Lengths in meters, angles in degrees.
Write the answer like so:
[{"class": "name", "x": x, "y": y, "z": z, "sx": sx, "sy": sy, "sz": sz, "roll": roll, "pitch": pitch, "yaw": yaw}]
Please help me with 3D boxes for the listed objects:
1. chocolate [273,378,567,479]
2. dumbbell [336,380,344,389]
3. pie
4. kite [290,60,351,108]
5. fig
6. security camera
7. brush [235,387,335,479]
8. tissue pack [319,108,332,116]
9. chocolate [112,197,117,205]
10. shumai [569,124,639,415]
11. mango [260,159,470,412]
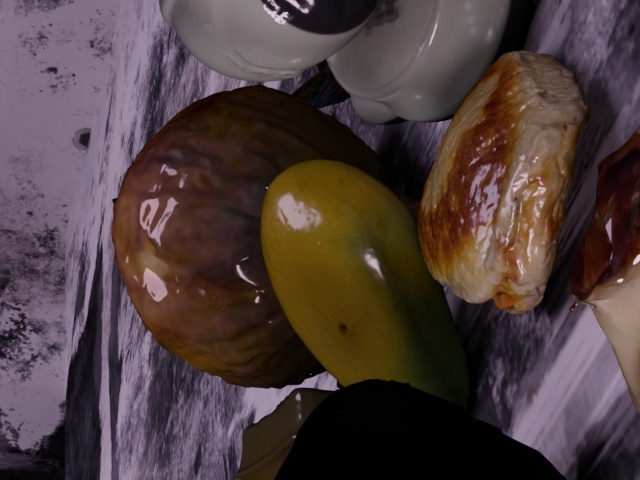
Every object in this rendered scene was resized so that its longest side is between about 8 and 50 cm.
[{"class": "chocolate", "x": 0.062, "y": 0.285, "z": 0.978, "sx": 0.210, "sy": 0.225, "sz": 0.340, "roll": 97, "pitch": 170, "yaw": -51}, {"class": "dumbbell", "x": 0.043, "y": 0.118, "z": 1.415, "sx": 0.083, "sy": 0.036, "sz": 0.040, "roll": 129, "pitch": 146, "yaw": -61}, {"class": "pie", "x": 0.131, "y": -0.045, "z": 1.101, "sx": 0.205, "sy": 0.084, "sz": 0.179, "roll": -108, "pitch": 29, "yaw": -62}, {"class": "kite", "x": 0.011, "y": -0.168, "z": 1.525, "sx": 0.010, "sy": 0.183, "sz": 0.160, "roll": 53, "pitch": -173, "yaw": 23}, {"class": "fig", "x": 0.000, "y": 0.000, "z": 1.370, "sx": 0.369, "sy": 0.286, "sz": 0.286, "roll": 3, "pitch": 85, "yaw": 43}, {"class": "security camera", "x": 0.009, "y": -0.199, "z": 1.181, "sx": 0.191, "sy": 0.277, "sz": 0.197, "roll": -19, "pitch": 72, "yaw": 56}, {"class": "brush", "x": 0.007, "y": 0.183, "z": 1.356, "sx": 0.197, "sy": 0.123, "sz": 0.059, "roll": 133, "pitch": 144, "yaw": -62}, {"class": "tissue pack", "x": -0.018, "y": -0.105, "z": 1.658, "sx": 0.094, "sy": 0.074, "sz": 0.059, "roll": -104, "pitch": 34, "yaw": -54}, {"class": "chocolate", "x": -0.120, "y": 0.004, "z": 1.910, "sx": 0.177, "sy": 0.206, "sz": 0.224, "roll": -32, "pitch": 47, "yaw": 10}, {"class": "shumai", "x": 0.193, "y": 0.023, "z": 0.801, "sx": 0.201, "sy": 0.120, "sz": 0.201, "roll": -170, "pitch": 90, "yaw": -72}, {"class": "mango", "x": 0.032, "y": 0.046, "z": 1.218, "sx": 0.137, "sy": 0.091, "sz": 0.237, "roll": -11, "pitch": 104, "yaw": 39}]
